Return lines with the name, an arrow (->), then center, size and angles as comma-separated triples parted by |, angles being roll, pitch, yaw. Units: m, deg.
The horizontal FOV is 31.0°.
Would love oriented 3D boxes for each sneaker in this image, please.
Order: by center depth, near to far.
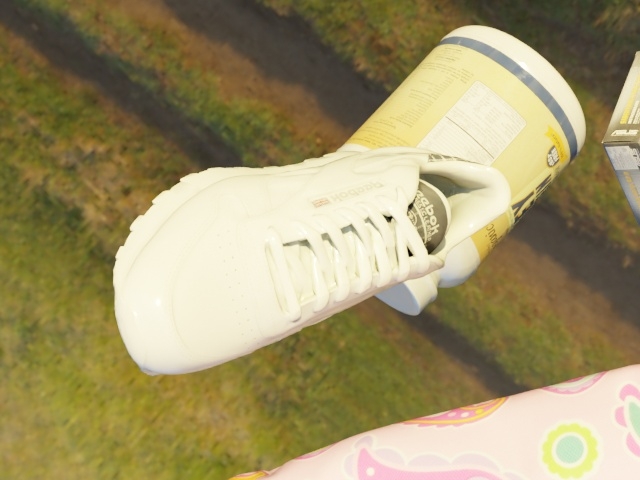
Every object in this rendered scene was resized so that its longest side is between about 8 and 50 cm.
sneaker -> 0.000, 0.000, 0.573 | 0.095, 0.235, 0.090 | 3, 112, 40

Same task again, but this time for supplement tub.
supplement tub -> 0.150, -0.085, 1.433 | 0.228, 0.316, 0.228 | 40, 168, 11

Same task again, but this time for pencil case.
pencil case -> 0.086, 0.144, 0.577 | 0.284, 0.124, 0.124 | -16, 128, 18

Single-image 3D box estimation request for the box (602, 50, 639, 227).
box -> 0.481, -0.125, 1.633 | 0.056, 0.183, 0.231 | 0, 141, 37
